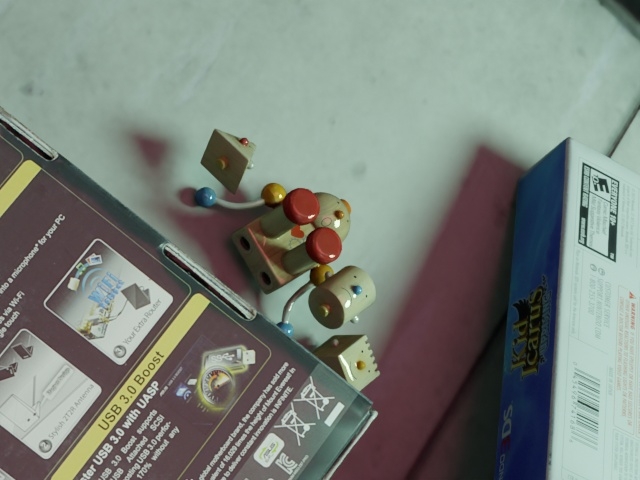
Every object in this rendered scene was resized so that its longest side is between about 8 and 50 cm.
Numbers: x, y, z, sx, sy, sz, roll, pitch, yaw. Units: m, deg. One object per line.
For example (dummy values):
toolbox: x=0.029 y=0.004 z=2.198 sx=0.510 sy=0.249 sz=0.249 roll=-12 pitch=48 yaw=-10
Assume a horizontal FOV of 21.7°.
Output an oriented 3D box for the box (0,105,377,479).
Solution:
box: x=-0.215 y=0.135 z=0.745 sx=0.318 sy=0.097 sz=0.395 roll=38 pitch=74 yaw=-6

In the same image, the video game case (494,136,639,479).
video game case: x=0.227 y=0.099 z=1.038 sx=0.244 sy=0.061 sz=0.269 roll=26 pitch=49 yaw=-19

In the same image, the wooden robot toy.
wooden robot toy: x=0.000 y=0.000 z=0.980 sx=0.079 sy=0.076 sz=0.173 roll=-32 pitch=93 yaw=-42
